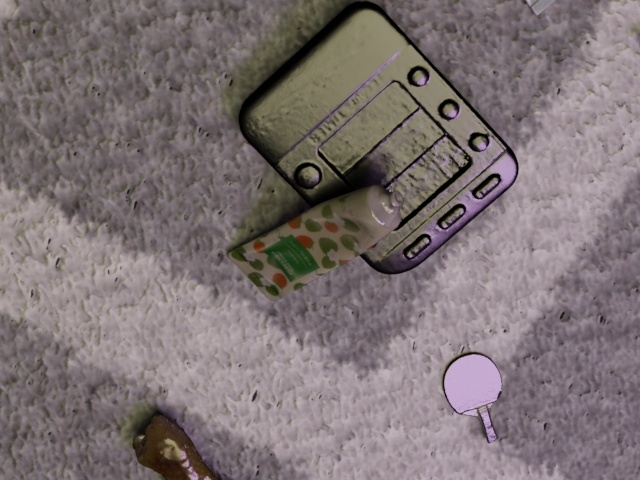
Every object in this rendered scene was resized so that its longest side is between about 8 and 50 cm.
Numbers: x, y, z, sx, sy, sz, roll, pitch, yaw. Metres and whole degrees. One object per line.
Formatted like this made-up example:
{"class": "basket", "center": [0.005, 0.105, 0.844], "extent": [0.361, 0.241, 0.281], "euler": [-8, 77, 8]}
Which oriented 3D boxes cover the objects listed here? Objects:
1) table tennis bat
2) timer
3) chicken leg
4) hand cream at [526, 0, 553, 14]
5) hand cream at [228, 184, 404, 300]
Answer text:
{"class": "table tennis bat", "center": [0.133, 0.133, 1.248], "extent": [0.050, 0.007, 0.083], "euler": [-23, 108, -3]}
{"class": "timer", "center": [0.045, -0.077, 1.143], "extent": [0.144, 0.055, 0.187], "euler": [-41, 105, 11]}
{"class": "chicken leg", "center": [-0.088, 0.224, 1.214], "extent": [0.085, 0.069, 0.197], "euler": [-25, 104, 24]}
{"class": "hand cream", "center": [0.129, -0.271, 1.110], "extent": [0.052, 0.038, 0.216], "euler": [-27, 118, 25]}
{"class": "hand cream", "center": [0.000, 0.000, 1.134], "extent": [0.165, 0.037, 0.057], "euler": [-29, 112, 37]}
